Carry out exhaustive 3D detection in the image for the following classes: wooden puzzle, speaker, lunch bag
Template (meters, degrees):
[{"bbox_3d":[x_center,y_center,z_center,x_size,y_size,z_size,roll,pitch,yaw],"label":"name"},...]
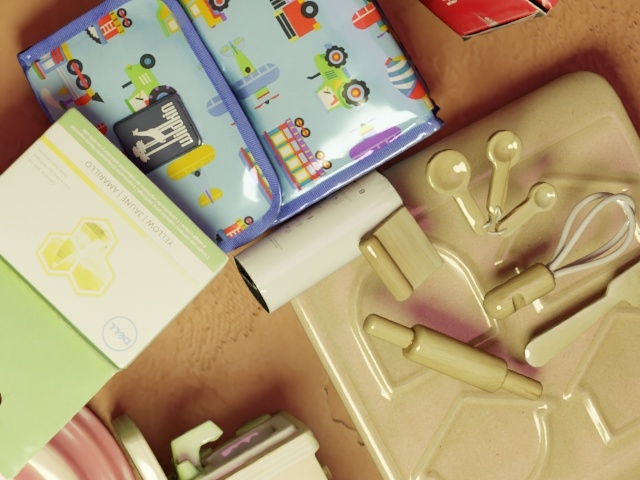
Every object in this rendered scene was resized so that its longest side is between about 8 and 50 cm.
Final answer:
[{"bbox_3d":[0.166,0.078,1.560,0.322,0.080,0.348,-28,91,-9],"label":"wooden puzzle"},{"bbox_3d":[0.000,0.000,1.474,0.136,0.055,0.055,-33,97,-10],"label":"speaker"},{"bbox_3d":[-0.083,-0.116,1.496,0.293,0.138,0.221,-31,97,7],"label":"lunch bag"}]

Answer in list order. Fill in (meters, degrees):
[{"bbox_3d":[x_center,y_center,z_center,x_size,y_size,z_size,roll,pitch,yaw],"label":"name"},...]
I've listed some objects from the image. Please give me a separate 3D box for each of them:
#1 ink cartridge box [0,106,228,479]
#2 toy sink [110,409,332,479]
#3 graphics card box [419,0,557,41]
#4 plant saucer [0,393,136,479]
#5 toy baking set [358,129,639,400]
[{"bbox_3d":[-0.211,0.041,1.425,0.171,0.056,0.235,44,76,-1],"label":"ink cartridge box"},{"bbox_3d":[-0.050,0.216,1.479,0.131,0.153,0.234,-30,95,-9],"label":"toy sink"},{"bbox_3d":[0.223,-0.335,1.482,0.094,0.233,0.371,39,85,-9],"label":"graphics card box"},{"bbox_3d":[-0.298,0.251,1.467,0.332,0.084,0.332,0,90,-11],"label":"plant saucer"},{"bbox_3d":[0.156,0.028,1.482,0.256,0.030,0.197,28,92,-20],"label":"toy baking set"}]
